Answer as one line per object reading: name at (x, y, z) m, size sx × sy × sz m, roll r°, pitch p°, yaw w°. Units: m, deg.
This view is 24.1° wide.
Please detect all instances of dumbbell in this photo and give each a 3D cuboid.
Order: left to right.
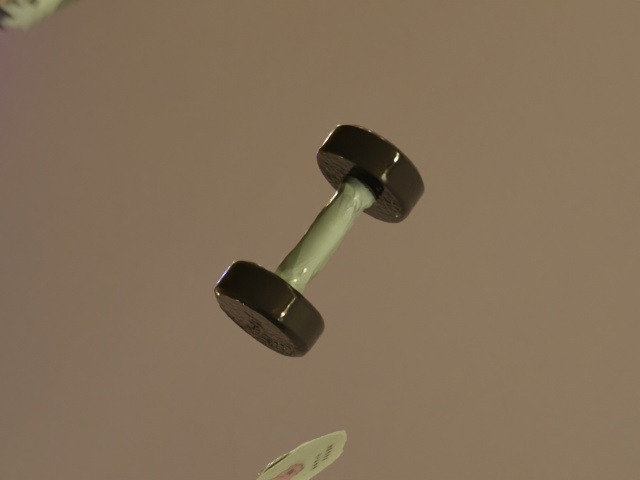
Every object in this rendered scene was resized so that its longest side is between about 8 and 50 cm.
dumbbell at (0.000, 0.000, 1.289) m, size 0.191 × 0.100 × 0.100 m, roll -54°, pitch -156°, yaw -16°

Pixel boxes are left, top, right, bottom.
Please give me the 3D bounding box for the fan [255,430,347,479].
fan at (-0.096, 0.337, 1.987) m, size 0.310 × 0.010 × 0.182 m, roll -25°, pitch 156°, yaw -20°
